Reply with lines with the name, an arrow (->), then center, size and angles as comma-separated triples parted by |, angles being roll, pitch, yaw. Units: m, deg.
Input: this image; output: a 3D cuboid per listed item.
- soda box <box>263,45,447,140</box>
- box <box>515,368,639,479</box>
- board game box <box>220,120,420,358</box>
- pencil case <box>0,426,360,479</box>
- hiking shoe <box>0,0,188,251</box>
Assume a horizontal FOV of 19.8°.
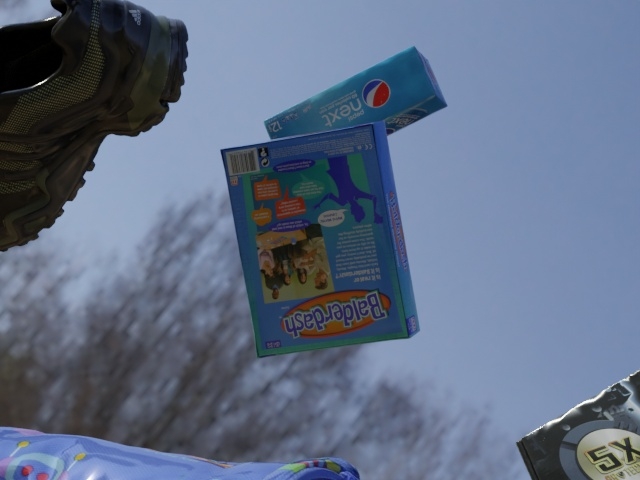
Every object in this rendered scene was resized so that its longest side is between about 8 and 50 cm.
soda box -> 0.043, -0.154, 2.239 | 0.071, 0.210, 0.067 | 68, 13, 16
box -> 0.255, 0.172, 1.324 | 0.077, 0.180, 0.147 | 47, 17, -44
board game box -> 0.000, 0.000, 1.780 | 0.160, 0.047, 0.210 | -8, -86, 18
pencil case -> -0.106, 0.146, 0.844 | 0.306, 0.133, 0.119 | 1, -28, 35
hiking shoe -> -0.182, -0.079, 1.094 | 0.114, 0.086, 0.227 | 30, -53, -31
